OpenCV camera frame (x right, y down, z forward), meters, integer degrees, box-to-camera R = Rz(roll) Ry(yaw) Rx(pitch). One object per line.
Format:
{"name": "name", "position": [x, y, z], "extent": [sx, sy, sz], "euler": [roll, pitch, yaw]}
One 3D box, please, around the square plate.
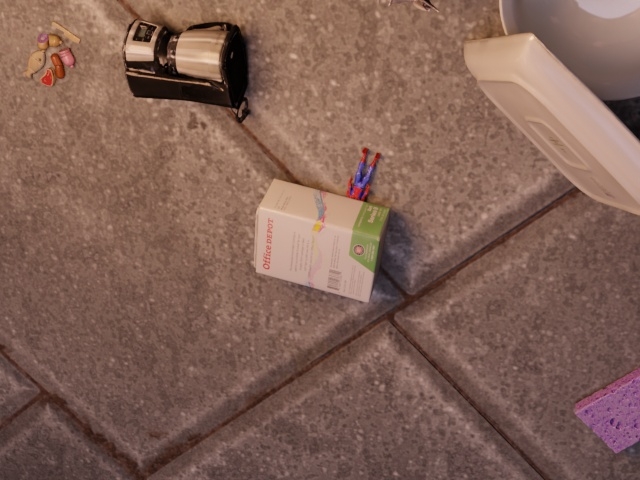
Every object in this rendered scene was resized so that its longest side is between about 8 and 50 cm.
{"name": "square plate", "position": [0.346, -0.149, 1.400], "extent": [0.344, 0.347, 0.049], "euler": [44, 93, -11]}

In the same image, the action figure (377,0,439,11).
{"name": "action figure", "position": [0.184, -0.427, 1.388], "extent": [0.285, 0.185, 0.099], "euler": [-40, 137, 17]}

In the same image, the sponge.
{"name": "sponge", "position": [0.567, 0.285, 1.764], "extent": [0.117, 0.031, 0.210], "euler": [44, 122, -11]}

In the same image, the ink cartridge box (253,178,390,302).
{"name": "ink cartridge box", "position": [0.000, 0.000, 1.717], "extent": [0.212, 0.093, 0.154], "euler": [13, 133, 8]}

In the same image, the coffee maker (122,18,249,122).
{"name": "coffee maker", "position": [-0.216, -0.268, 1.620], "extent": [0.178, 0.120, 0.171], "euler": [8, 122, 13]}

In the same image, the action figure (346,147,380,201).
{"name": "action figure", "position": [0.067, -0.099, 1.691], "extent": [0.038, 0.030, 0.115], "euler": [19, 126, 1]}

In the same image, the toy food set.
{"name": "toy food set", "position": [-0.461, -0.311, 1.728], "extent": [0.078, 0.019, 0.122], "euler": [34, 123, -4]}

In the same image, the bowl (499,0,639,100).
{"name": "bowl", "position": [0.400, -0.352, 1.376], "extent": [0.298, 0.134, 0.298], "euler": [8, 121, 13]}
